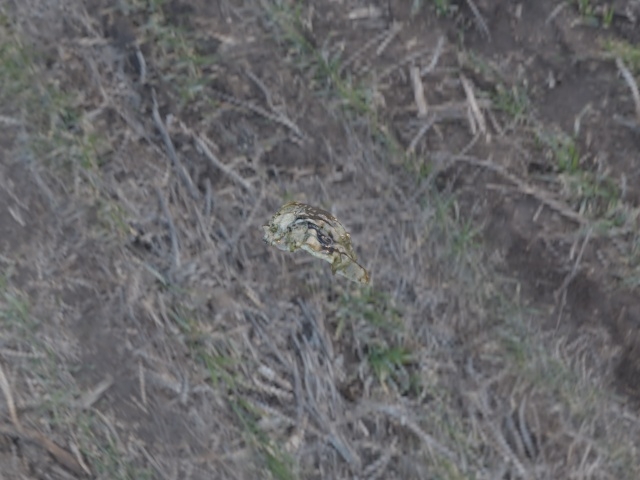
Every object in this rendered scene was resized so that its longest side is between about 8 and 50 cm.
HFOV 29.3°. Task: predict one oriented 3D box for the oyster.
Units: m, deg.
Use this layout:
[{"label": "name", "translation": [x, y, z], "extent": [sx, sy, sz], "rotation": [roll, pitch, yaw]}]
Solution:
[{"label": "oyster", "translation": [-0.007, -0.006, 1.212], "extent": [0.148, 0.103, 0.051], "rotation": [28, 98, 50]}]
